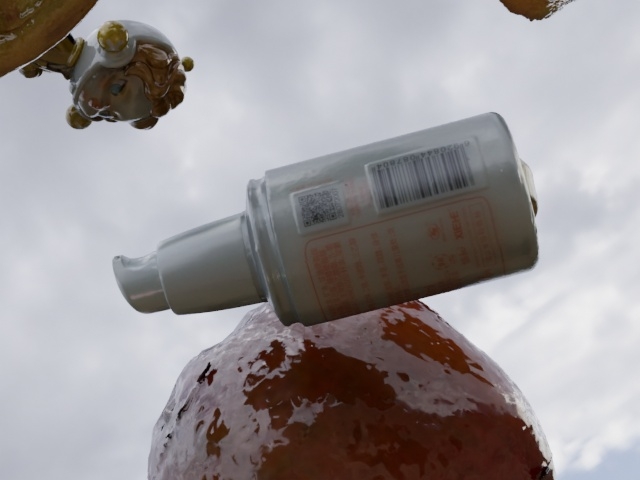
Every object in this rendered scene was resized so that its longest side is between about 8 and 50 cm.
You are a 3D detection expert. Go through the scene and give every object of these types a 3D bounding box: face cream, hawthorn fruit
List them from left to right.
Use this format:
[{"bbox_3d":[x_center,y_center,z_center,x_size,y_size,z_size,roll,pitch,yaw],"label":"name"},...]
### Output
[{"bbox_3d":[0.000,0.000,0.831,0.251,0.101,0.101,-15,-30,4],"label":"face cream"},{"bbox_3d":[0.027,0.178,0.990,0.295,0.311,0.295,-55,9,13],"label":"hawthorn fruit"}]

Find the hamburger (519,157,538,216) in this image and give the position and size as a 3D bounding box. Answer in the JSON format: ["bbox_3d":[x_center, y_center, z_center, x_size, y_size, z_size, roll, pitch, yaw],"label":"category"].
[{"bbox_3d":[0.164,-0.041,1.457,0.126,0.081,0.141,-10,-31,-14],"label":"hamburger"}]

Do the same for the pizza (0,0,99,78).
[{"bbox_3d":[-0.153,-0.109,0.562,0.160,0.036,0.099,-28,-59,15],"label":"pizza"}]

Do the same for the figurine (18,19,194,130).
[{"bbox_3d":[-0.159,-0.116,0.905,0.143,0.068,0.101,1,-33,3],"label":"figurine"}]

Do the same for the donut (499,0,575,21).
[{"bbox_3d":[0.256,-0.383,1.583,0.253,0.253,0.118,-4,0,-39],"label":"donut"}]
